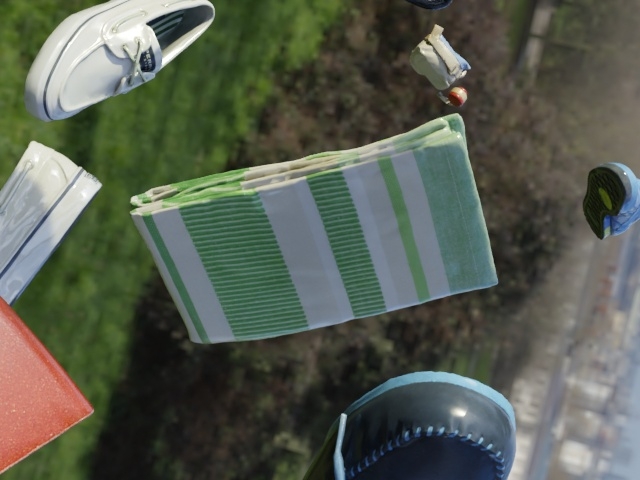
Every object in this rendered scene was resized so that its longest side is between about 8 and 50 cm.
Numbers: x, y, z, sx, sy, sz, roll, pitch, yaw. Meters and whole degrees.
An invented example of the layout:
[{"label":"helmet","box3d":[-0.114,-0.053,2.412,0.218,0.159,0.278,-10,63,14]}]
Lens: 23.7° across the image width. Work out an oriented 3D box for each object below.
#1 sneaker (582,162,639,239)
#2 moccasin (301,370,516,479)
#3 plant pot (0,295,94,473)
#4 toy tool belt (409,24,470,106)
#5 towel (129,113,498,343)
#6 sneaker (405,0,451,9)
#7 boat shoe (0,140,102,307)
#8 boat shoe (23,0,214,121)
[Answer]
[{"label":"sneaker","box3d":[0.393,-0.064,1.967,0.209,0.082,0.069,76,-12,-73]},{"label":"moccasin","box3d":[0.031,0.219,0.997,0.342,0.138,0.117,117,-7,-45]},{"label":"plant pot","box3d":[-0.342,0.082,0.880,0.267,0.267,0.235,-32,95,-39]},{"label":"toy tool belt","box3d":[0.141,-0.193,1.672,0.051,0.083,0.052,-49,-166,-23]},{"label":"towel","box3d":[0.000,0.000,1.506,0.248,0.325,0.038,71,6,-48]},{"label":"sneaker","box3d":[0.051,-0.296,1.358,0.101,0.106,0.267,-39,149,11]},{"label":"boat shoe","box3d":[-0.434,0.028,1.843,0.367,0.156,0.136,-53,-175,-10]},{"label":"boat shoe","box3d":[-0.181,-0.181,1.410,0.226,0.076,0.083,-51,150,-38]}]
